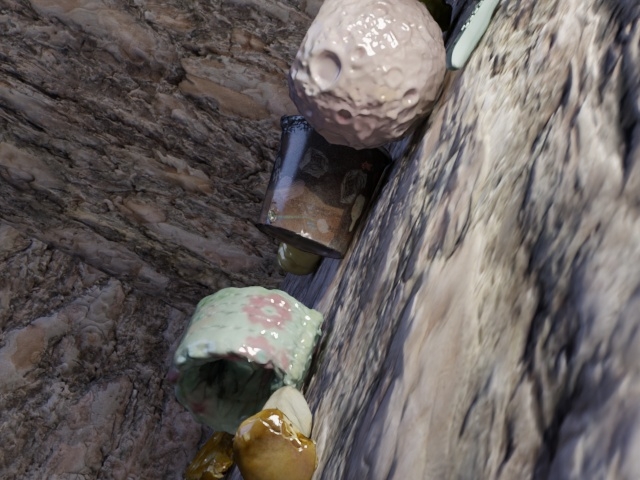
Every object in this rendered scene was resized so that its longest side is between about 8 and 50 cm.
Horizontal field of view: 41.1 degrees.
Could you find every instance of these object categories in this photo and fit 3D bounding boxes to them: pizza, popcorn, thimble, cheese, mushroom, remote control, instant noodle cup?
[{"bbox_3d":[-0.187,0.405,1.686,0.199,0.062,0.188,-58,13,-24],"label":"pizza"},{"bbox_3d":[0.181,-0.439,1.757,0.197,0.155,0.197,-64,0,0],"label":"popcorn"},{"bbox_3d":[-0.099,0.164,1.192,0.211,0.185,0.149,-20,30,30],"label":"thimble"},{"bbox_3d":[-0.023,-0.016,2.114,0.214,0.117,0.226,-66,-4,24],"label":"cheese"},{"bbox_3d":[-0.040,0.192,0.848,0.071,0.084,0.209,-42,1,3],"label":"mushroom"},{"bbox_3d":[0.220,-0.305,1.162,0.162,0.029,0.061,-58,6,8],"label":"remote control"},{"bbox_3d":[-0.004,-0.090,1.536,0.217,0.217,0.207,136,154,-81],"label":"instant noodle cup"}]

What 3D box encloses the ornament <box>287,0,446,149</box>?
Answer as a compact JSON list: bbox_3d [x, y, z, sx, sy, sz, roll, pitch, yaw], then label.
[{"bbox_3d":[0.079,-0.266,1.339,0.259,0.225,0.259,-64,2,4],"label":"ornament"}]
